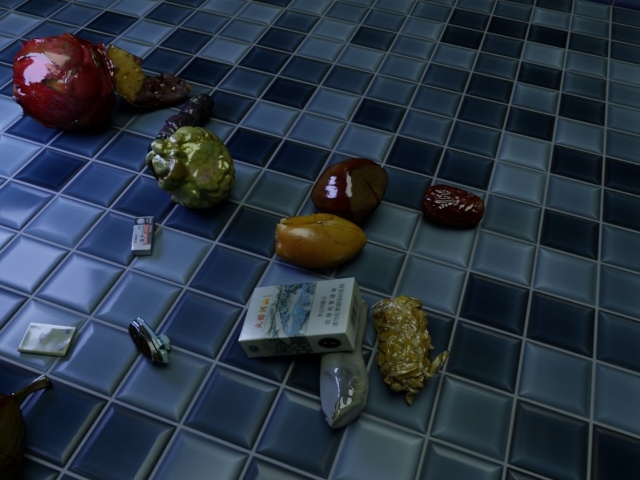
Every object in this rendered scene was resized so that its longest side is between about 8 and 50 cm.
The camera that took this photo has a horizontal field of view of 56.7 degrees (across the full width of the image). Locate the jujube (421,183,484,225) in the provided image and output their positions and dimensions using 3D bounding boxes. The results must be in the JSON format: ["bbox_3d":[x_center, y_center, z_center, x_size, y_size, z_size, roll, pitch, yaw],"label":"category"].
[{"bbox_3d":[0.376,-0.098,1.684,0.176,0.109,0.112,13,82,5],"label":"jujube"}]

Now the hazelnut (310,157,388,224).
[{"bbox_3d":[0.081,-0.139,1.674,0.212,0.181,0.181,-38,89,-31],"label":"hazelnut"}]

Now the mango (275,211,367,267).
[{"bbox_3d":[0.000,0.000,1.558,0.252,0.126,0.153,0,34,-14],"label":"mango"}]

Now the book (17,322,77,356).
[{"bbox_3d":[-0.632,0.229,1.376,0.111,0.014,0.077,6,46,1],"label":"book"}]

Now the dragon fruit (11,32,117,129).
[{"bbox_3d":[-0.787,-0.489,1.836,0.302,0.295,0.295,-1,47,-20],"label":"dragon fruit"}]

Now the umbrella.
[{"bbox_3d":[-0.437,-0.365,1.887,0.094,0.090,0.326,20,49,10],"label":"umbrella"}]

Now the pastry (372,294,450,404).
[{"bbox_3d":[0.202,0.242,1.362,0.154,0.102,0.249,0,45,-6],"label":"pastry"}]

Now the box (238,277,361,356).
[{"bbox_3d":[-0.044,0.176,1.363,0.257,0.069,0.164,-8,41,19],"label":"box"}]

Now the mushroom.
[{"bbox_3d":[0.057,0.261,1.342,0.110,0.097,0.351,3,45,2],"label":"mushroom"}]

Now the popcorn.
[{"bbox_3d":[-0.367,-0.202,1.659,0.259,0.212,0.259,8,75,-31],"label":"popcorn"}]

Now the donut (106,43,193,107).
[{"bbox_3d":[-0.595,-0.519,1.988,0.295,0.151,0.112,21,3,-31],"label":"donut"}]

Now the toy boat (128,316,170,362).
[{"bbox_3d":[-0.386,0.232,1.367,0.066,0.059,0.140,-7,40,-47],"label":"toy boat"}]

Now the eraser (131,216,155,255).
[{"bbox_3d":[-0.477,-0.013,1.599,0.052,0.029,0.122,-3,47,-6],"label":"eraser"}]

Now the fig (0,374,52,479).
[{"bbox_3d":[-0.643,0.370,1.167,0.217,0.216,0.321,14,20,9],"label":"fig"}]
